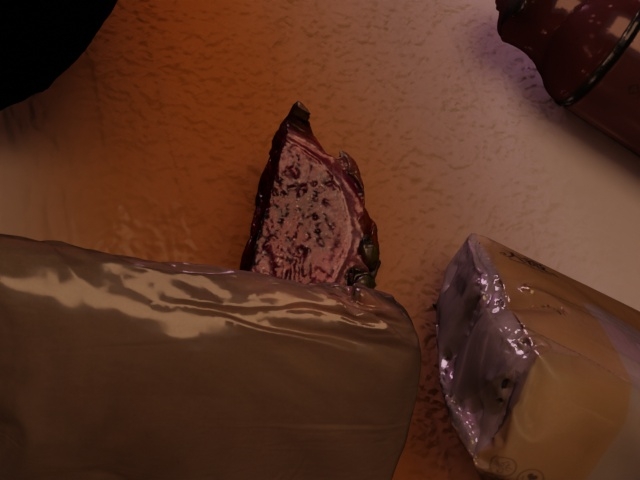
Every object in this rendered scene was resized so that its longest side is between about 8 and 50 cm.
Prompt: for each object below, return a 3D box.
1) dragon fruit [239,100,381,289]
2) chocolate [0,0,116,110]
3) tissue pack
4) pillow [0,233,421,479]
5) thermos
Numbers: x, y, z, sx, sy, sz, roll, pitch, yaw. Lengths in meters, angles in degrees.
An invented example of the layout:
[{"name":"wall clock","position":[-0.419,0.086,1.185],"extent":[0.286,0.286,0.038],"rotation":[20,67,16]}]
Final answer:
[{"name":"dragon fruit","position":[0.000,0.000,0.438],"extent":[0.096,0.102,0.147],"rotation":[13,76,-5]},{"name":"chocolate","position":[-0.241,-0.293,0.340],"extent":[0.384,0.383,0.331],"rotation":[12,61,-13]},{"name":"tissue pack","position":[0.182,0.096,0.421],"extent":[0.222,0.090,0.186],"rotation":[27,20,-7]},{"name":"pillow","position":[-0.077,0.088,0.367],"extent":[0.270,0.067,0.173],"rotation":[8,112,-13]},{"name":"thermos","position":[0.296,-0.134,0.577],"extent":[0.330,0.109,0.136],"rotation":[32,64,-3]}]
